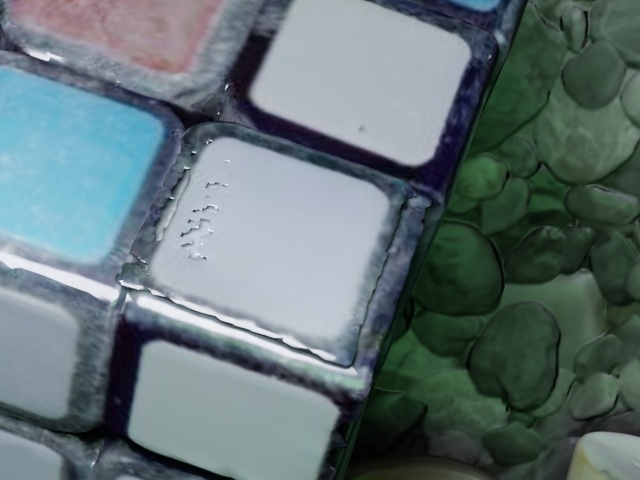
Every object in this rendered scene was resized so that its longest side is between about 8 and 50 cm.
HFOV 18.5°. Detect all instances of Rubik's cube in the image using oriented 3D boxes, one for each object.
[{"bbox_3d":[-0.118,-0.016,1.027,0.363,0.359,0.362,20,144,4],"label":"Rubik's cube"}]

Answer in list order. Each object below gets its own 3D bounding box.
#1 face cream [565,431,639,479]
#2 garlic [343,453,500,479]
[{"bbox_3d":[0.229,0.316,1.433,0.173,0.081,0.349,23,122,25],"label":"face cream"},{"bbox_3d":[0.039,0.273,1.395,0.279,0.132,0.325,-35,113,12],"label":"garlic"}]
